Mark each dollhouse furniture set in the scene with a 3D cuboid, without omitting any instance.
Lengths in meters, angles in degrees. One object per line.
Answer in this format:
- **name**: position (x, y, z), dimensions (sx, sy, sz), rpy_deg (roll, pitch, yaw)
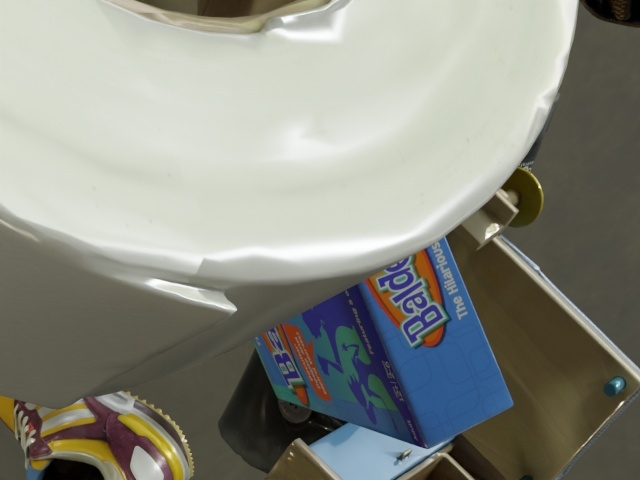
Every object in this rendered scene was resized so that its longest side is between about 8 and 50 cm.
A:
- **dollhouse furniture set**: position (0.161, 0.130, 1.385), dimensions (0.286, 0.198, 0.303), rpy_deg (43, 119, 14)

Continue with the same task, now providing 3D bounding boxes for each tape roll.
- **tape roll**: position (-0.067, -0.105, 0.507), dimensions (0.286, 0.100, 0.286), rpy_deg (16, 62, -32)

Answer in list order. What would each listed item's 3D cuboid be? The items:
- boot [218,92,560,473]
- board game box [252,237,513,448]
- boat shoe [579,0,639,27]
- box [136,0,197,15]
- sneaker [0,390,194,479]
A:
- **boot**: position (0.001, 0.001, 1.804), dimensions (0.367, 0.146, 0.445), rpy_deg (32, 117, 32)
- **board game box**: position (-0.001, 0.003, 0.853), dimensions (0.047, 0.210, 0.160), rpy_deg (-25, 98, -16)
- **boat shoe**: position (0.106, -0.103, 0.584), dimensions (0.183, 0.066, 0.066), rpy_deg (35, 54, 12)
- **box**: position (-0.027, -0.177, 1.044), dimensions (0.311, 0.148, 0.121), rpy_deg (29, 116, 28)
- **sneaker**: position (-0.172, 0.126, 1.216), dimensions (0.084, 0.185, 0.069), rpy_deg (-35, 129, -38)
